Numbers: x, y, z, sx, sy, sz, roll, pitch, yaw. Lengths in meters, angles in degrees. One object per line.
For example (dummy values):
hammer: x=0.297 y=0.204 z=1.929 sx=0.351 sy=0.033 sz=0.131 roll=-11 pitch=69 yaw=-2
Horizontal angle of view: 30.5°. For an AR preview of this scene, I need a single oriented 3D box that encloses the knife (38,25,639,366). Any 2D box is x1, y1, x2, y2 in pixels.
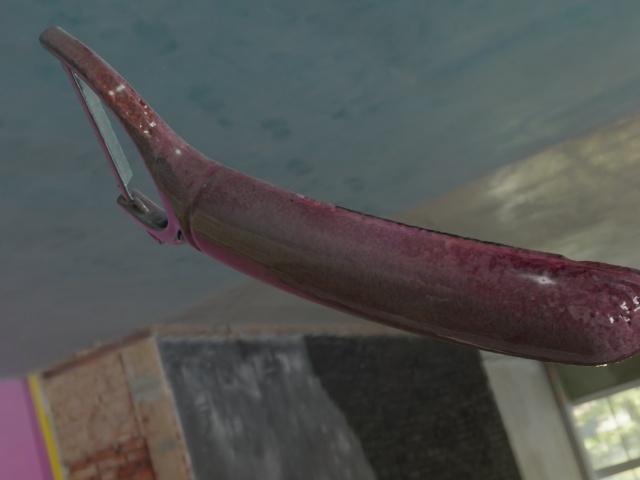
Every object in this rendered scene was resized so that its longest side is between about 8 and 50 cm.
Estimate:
knife: x=-0.001 y=0.002 z=0.463 sx=0.053 sy=0.278 sz=0.123 roll=-53 pitch=145 yaw=-24
